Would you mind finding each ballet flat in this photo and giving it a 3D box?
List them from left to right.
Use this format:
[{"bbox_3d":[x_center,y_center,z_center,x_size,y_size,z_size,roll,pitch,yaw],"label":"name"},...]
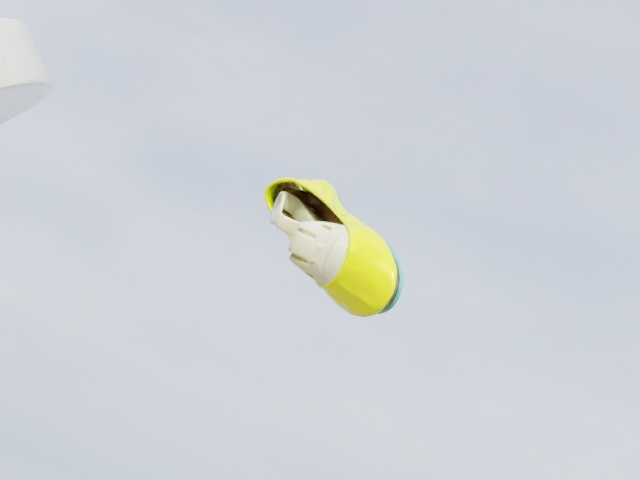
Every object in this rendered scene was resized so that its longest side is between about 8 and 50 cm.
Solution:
[{"bbox_3d":[0.000,0.000,1.239,0.077,0.077,0.231,20,17,-25],"label":"ballet flat"}]

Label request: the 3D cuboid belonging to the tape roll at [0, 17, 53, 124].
[{"bbox_3d":[-0.453,-0.112,1.328,0.392,0.392,0.072,-18,-86,60],"label":"tape roll"}]
